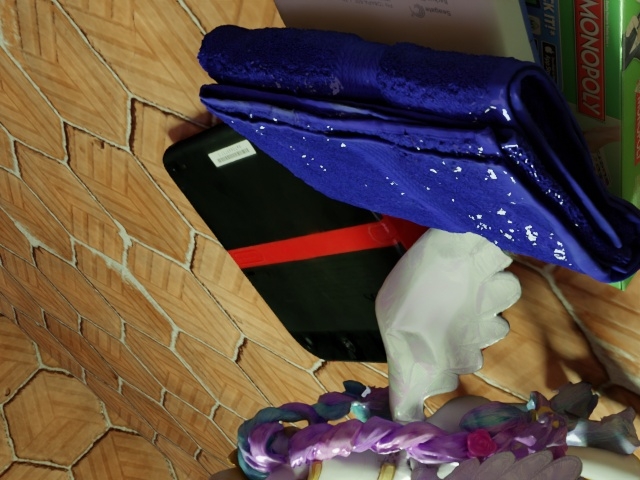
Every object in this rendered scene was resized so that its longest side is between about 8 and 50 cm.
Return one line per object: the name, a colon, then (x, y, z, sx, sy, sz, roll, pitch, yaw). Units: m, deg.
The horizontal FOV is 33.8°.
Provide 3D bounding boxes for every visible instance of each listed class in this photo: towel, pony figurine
towel: (0.063, -0.059, 0.761, 0.308, 0.076, 0.227, 19, 163, 45)
pony figurine: (0.124, 0.185, 0.955, 0.363, 0.303, 0.351, 15, 141, -38)

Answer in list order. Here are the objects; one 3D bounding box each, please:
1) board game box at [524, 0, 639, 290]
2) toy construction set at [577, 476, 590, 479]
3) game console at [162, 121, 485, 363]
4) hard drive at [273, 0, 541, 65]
board game box: (0.137, -0.113, 0.773, 0.213, 0.046, 0.317, 26, 151, 31)
toy construction set: (0.207, 0.338, 1.207, 0.328, 0.215, 0.151, 36, 156, 15)
game console: (0.000, 0.000, 1.176, 0.342, 0.060, 0.386, 55, 153, -13)
hard drive: (0.011, -0.237, 0.653, 0.210, 0.040, 0.318, 21, 148, 41)
